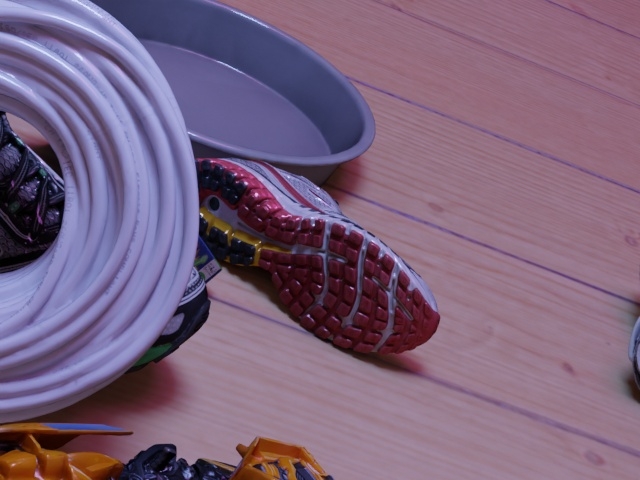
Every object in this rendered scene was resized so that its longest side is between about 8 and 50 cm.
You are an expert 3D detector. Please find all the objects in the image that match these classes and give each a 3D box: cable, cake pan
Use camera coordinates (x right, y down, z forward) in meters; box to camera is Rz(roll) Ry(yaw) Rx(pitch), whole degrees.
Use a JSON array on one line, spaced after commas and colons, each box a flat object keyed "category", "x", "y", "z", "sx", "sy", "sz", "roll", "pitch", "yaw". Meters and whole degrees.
[{"category": "cable", "x": -0.196, "y": -0.024, "z": 0.936, "sx": 0.257, "sy": 0.257, "sz": 0.089, "roll": 56, "pitch": 0, "yaw": -4}, {"category": "cake pan", "x": -0.096, "y": -0.128, "z": 1.408, "sx": 0.293, "sy": 0.054, "sz": 0.293, "roll": 19, "pitch": 27, "yaw": -11}]

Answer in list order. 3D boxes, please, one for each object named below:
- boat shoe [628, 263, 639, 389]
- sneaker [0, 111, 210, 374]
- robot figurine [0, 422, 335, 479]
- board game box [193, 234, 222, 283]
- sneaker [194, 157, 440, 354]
[{"category": "boat shoe", "x": 0.304, "y": 0.084, "z": 1.291, "sx": 0.119, "sy": 0.121, "sz": 0.335, "roll": 19, "pitch": 29, "yaw": -22}, {"category": "sneaker", "x": -0.223, "y": -0.029, "z": 1.026, "sx": 0.344, "sy": 0.146, "sz": 0.134, "roll": 27, "pitch": 27, "yaw": 1}, {"category": "robot figurine", "x": -0.074, "y": 0.162, "z": 0.812, "sx": 0.291, "sy": 0.085, "sz": 0.211, "roll": 6, "pitch": 31, "yaw": -45}, {"category": "board game box", "x": -0.159, "y": -0.060, "z": 1.170, "sx": 0.201, "sy": 0.035, "sz": 0.136, "roll": 45, "pitch": -8, "yaw": 33}, {"category": "sneaker", "x": 0.000, "y": 0.000, "z": 1.225, "sx": 0.225, "sy": 0.088, "sz": 0.093, "roll": 37, "pitch": 28, "yaw": 21}]
